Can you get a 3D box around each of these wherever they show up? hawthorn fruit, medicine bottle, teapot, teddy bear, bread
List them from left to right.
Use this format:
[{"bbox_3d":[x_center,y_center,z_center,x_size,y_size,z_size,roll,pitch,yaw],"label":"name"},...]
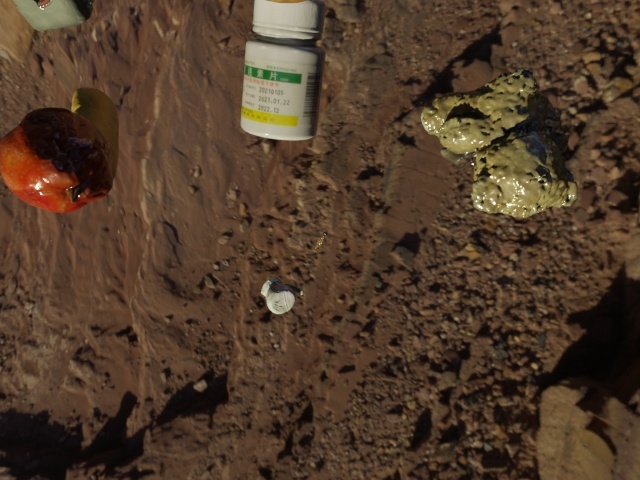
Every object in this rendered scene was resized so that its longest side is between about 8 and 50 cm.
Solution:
[{"bbox_3d":[-0.417,-0.123,0.875,0.179,0.173,0.173,20,93,15],"label":"hawthorn fruit"},{"bbox_3d":[-0.536,-0.254,1.293,0.091,0.305,0.142,-16,137,-3],"label":"bread"},{"bbox_3d":[-0.084,0.114,1.160,0.083,0.064,0.064,-16,124,-22],"label":"teapot"},{"bbox_3d":[-0.094,-0.447,1.400,0.209,0.208,0.339,-2,114,-22],"label":"medicine bottle"},{"bbox_3d":[0.326,-0.157,0.920,0.267,0.156,0.255,-4,75,-8],"label":"teddy bear"}]

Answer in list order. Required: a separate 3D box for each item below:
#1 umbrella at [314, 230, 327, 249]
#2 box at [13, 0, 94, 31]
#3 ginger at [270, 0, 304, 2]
[{"bbox_3d":[0.002,0.002,1.491,0.031,0.083,0.020,-34,79,-35],"label":"umbrella"},{"bbox_3d":[-0.531,-0.520,1.029,0.210,0.148,0.129,65,29,-50],"label":"box"},{"bbox_3d":[0.020,-0.223,0.283,0.165,0.321,0.172,36,60,-40],"label":"ginger"}]
